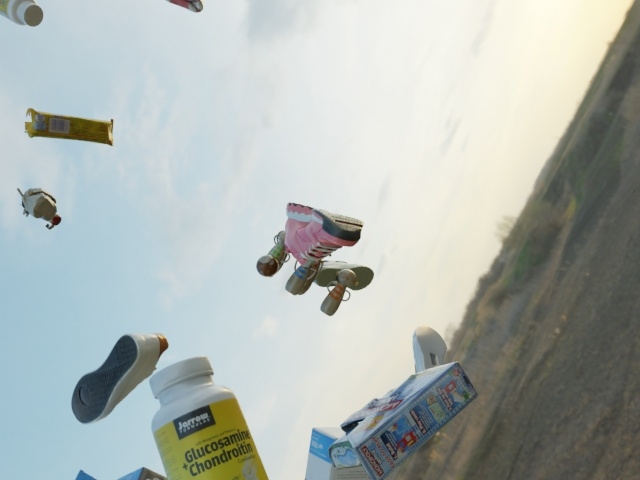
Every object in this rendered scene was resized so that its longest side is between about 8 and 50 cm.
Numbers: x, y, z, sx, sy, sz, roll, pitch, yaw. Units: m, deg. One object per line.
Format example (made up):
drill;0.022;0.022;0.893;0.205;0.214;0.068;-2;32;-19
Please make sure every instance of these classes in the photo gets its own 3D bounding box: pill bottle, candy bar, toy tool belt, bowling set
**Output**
pill bottle;-0.131;0.231;0.696;0.103;0.184;0.103;-23;-19;-9
candy bar;-0.335;-0.153;0.835;0.161;0.018;0.040;-12;-70;-67
toy tool belt;-0.460;-0.057;0.997;0.052;0.051;0.083;-56;-12;-18
pill bottle;-0.422;-0.325;0.844;0.043;0.083;0.043;-47;-24;-29
bowling set;-0.055;0.050;1.522;0.154;0.287;0.200;-58;-28;-1

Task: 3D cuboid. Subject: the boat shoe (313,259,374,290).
boat shoe;0.053;0.086;1.697;0.227;0.081;0.079;6;-67;-42

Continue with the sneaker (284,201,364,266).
sneaker;0.000;0.000;1.359;0.314;0.115;0.136;-159;81;-67

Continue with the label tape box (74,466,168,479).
label tape box;-0.375;0.620;1.278;0.115;0.347;0.249;-53;13;22

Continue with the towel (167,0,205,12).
towel;-0.197;-0.298;0.588;0.029;0.197;0.144;-51;30;31

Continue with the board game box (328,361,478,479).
board game box;0.091;0.262;0.861;0.194;0.060;0.194;-30;-2;-41

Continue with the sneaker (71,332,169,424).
sneaker;-0.431;0.304;1.338;0.290;0.106;0.123;-43;-21;24

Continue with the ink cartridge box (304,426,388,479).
ink cartridge box;0.045;0.441;1.099;0.139;0.082;0.191;13;-96;-35

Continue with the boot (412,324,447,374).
boot;0.244;0.318;1.488;0.123;0.095;0.258;-62;5;25
